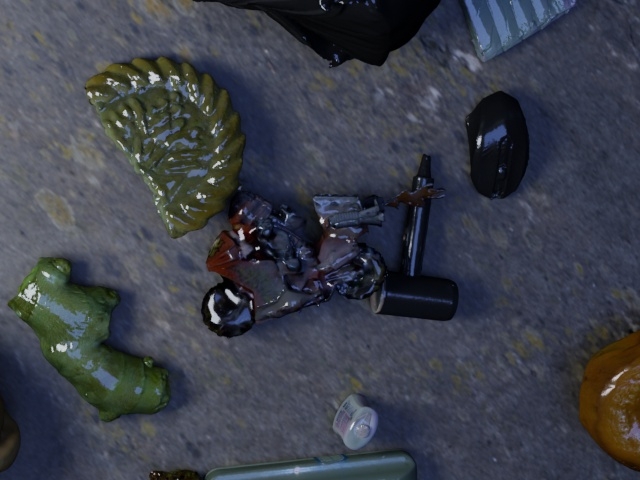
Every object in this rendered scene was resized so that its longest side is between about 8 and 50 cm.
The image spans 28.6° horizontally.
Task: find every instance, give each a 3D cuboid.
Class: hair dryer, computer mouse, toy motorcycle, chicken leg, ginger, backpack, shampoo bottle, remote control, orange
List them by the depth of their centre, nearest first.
[{"bbox_3d":[-0.055,-0.406,1.692,0.445,0.363,0.255,31,88,8],"label":"backpack"},{"bbox_3d":[-0.334,0.148,1.841,0.137,0.089,0.290,-36,100,-24],"label":"ginger"},{"bbox_3d":[0.000,0.000,1.856,0.400,0.134,0.207,-16,96,2],"label":"toy motorcycle"},{"bbox_3d":[-0.256,0.411,1.905,0.178,0.070,0.093,-47,68,0],"label":"chicken leg"},{"bbox_3d":[0.056,0.280,1.931,0.043,0.099,0.072,29,91,-14],"label":"shampoo bottle"},{"bbox_3d":[0.162,-0.004,1.937,0.128,0.070,0.256,10,91,-13],"label":"hair dryer"},{"bbox_3d":[0.277,-0.144,1.940,0.099,0.057,0.172,-1,101,-13],"label":"computer mouse"},{"bbox_3d":[-0.012,0.404,1.952,0.335,0.065,0.128,-5,100,-11],"label":"remote control"},{"bbox_3d":[0.532,0.247,1.986,0.248,0.183,0.249,1,107,5],"label":"orange"}]

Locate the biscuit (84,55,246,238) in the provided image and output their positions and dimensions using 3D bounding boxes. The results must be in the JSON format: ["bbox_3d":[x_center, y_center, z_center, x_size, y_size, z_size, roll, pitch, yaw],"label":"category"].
[{"bbox_3d":[-0.206,-0.158,1.813,0.187,0.036,0.274,-34,86,-8],"label":"biscuit"}]

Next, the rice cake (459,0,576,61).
[{"bbox_3d":[0.285,-0.404,1.917,0.189,0.037,0.198,-30,103,-6],"label":"rice cake"}]

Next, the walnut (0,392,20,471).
[{"bbox_3d":[-0.556,0.263,1.719,0.285,0.285,0.296,15,99,-13],"label":"walnut"}]
